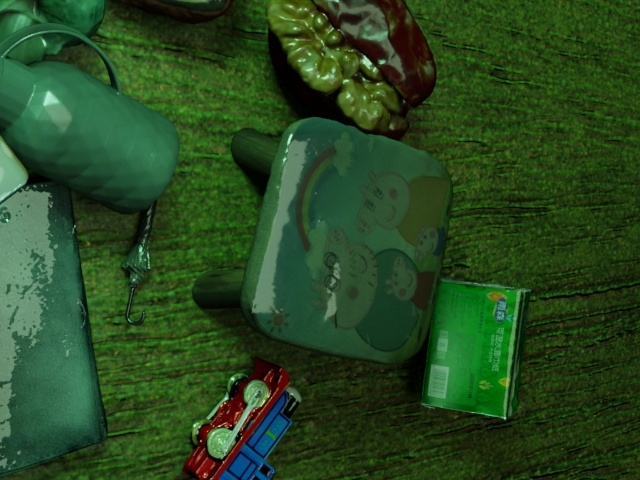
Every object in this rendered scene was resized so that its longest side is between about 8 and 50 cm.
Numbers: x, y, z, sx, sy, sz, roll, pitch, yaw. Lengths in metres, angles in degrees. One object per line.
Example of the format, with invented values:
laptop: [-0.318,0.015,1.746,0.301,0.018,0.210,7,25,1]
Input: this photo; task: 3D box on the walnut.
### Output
walnut: [0.046,-0.261,1.583,0.269,0.244,0.222,45,115,-6]

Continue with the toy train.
toy train: [-0.108,0.283,1.639,0.131,0.083,0.204,45,74,-27]

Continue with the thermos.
thermos: [-0.311,-0.157,1.392,0.286,0.145,0.182,30,99,-45]

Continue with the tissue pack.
tissue pack: [0.259,0.171,1.830,0.156,0.148,0.209,6,91,-72]

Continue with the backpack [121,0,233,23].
backpack: [-0.190,-0.406,1.496,0.229,0.139,0.229,-1,94,-13]

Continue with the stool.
stool: [0.000,0.000,1.597,0.310,0.226,0.310,17,84,-33]

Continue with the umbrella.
umbrella: [-0.250,-0.016,1.554,0.044,0.044,0.269,6,84,5]

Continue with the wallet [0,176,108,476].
wallet: [-0.389,0.110,1.467,0.191,0.046,0.379,-13,101,-32]

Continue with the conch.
conch: [-0.359,-0.300,1.402,0.202,0.134,0.196,-4,138,-37]

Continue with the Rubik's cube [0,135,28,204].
Rubik's cube: [-0.574,-0.104,1.158,0.347,0.344,0.346,-39,113,-22]
